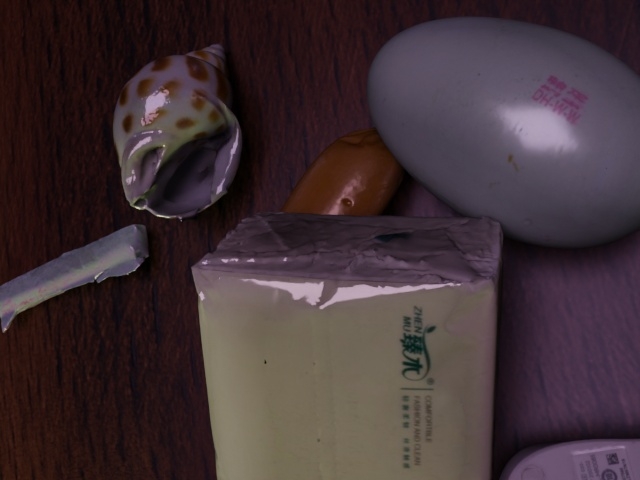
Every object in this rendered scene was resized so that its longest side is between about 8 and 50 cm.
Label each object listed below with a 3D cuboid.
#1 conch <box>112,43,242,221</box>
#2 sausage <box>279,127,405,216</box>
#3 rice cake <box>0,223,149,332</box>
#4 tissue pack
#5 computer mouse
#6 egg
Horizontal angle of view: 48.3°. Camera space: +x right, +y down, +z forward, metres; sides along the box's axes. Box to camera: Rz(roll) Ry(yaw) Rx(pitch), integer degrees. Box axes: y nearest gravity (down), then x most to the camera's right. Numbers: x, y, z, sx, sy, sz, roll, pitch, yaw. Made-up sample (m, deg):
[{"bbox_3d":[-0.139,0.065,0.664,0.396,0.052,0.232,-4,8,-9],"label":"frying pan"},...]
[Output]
[{"bbox_3d":[-0.196,-0.167,1.007,0.275,0.182,0.148,-60,26,-5],"label":"conch"},{"bbox_3d":[-0.003,-0.002,0.927,0.134,0.116,0.354,26,89,48],"label":"sausage"},{"bbox_3d":[-0.381,0.059,1.089,0.290,0.051,0.081,-24,65,17],"label":"rice cake"},{"bbox_3d":[0.040,0.171,0.762,0.296,0.207,0.381,1,109,16],"label":"tissue pack"},{"bbox_3d":[0.337,0.287,0.745,0.296,0.121,0.184,-17,63,10],"label":"computer mouse"},{"bbox_3d":[0.212,-0.129,0.807,0.370,0.230,0.230,30,92,26],"label":"egg"}]
